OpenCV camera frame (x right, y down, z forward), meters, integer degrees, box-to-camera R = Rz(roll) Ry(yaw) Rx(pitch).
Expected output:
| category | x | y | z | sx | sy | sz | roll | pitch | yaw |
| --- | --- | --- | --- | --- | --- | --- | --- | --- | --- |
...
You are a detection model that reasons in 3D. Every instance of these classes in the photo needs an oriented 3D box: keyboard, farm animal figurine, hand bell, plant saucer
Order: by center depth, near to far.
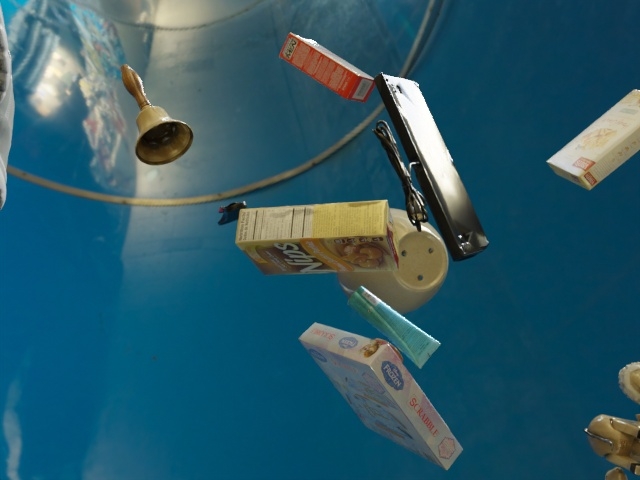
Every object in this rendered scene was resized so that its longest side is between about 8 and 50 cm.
| category | x | y | z | sx | sy | sz | roll | pitch | yaw |
| --- | --- | --- | --- | --- | --- | --- | --- | --- | --- |
| keyboard | 0.155 | -0.116 | 0.925 | 0.033 | 0.201 | 0.317 | -30 | -103 | 36 |
| farm animal figurine | 0.690 | 0.456 | 1.275 | 0.330 | 0.326 | 0.172 | -63 | -160 | -7 |
| hand bell | -0.380 | -0.290 | 1.281 | 0.126 | 0.126 | 0.242 | -30 | -114 | -6 |
| plant saucer | 0.148 | 0.257 | 1.352 | 0.083 | 0.084 | 0.013 | 18 | -130 | 37 |

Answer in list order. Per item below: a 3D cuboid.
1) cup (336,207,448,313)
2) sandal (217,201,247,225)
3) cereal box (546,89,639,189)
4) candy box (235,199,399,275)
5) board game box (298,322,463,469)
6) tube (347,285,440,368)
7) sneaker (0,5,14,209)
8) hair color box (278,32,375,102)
| category | x | y | z | sx | sy | sz | roll | pitch | yaw |
| --- | --- | --- | --- | --- | --- | --- | --- | --- | --- |
| cup | 0.231 | 0.061 | 1.701 | 0.331 | 0.331 | 0.237 | -38 | -173 | -14 |
| sandal | -0.207 | -0.072 | 1.394 | 0.067 | 0.040 | 0.179 | -23 | 176 | -19 |
| cereal box | 0.615 | -0.216 | 1.260 | 0.240 | 0.047 | 0.173 | -41 | -166 | 10 |
| candy box | 0.000 | 0.000 | 1.276 | 0.316 | 0.183 | 0.088 | -4 | -116 | 14 |
| board game box | 0.126 | 0.342 | 1.356 | 0.066 | 0.318 | 0.318 | -43 | -160 | -21 |
| tube | 0.151 | 0.178 | 1.264 | 0.207 | 0.052 | 0.080 | 38 | -119 | 16 |
| sneaker | -0.307 | -0.138 | 0.485 | 0.105 | 0.281 | 0.115 | 5 | -122 | -25 |
| hair color box | 0.015 | -0.326 | 1.134 | 0.167 | 0.093 | 0.053 | 38 | -68 | 18 |
